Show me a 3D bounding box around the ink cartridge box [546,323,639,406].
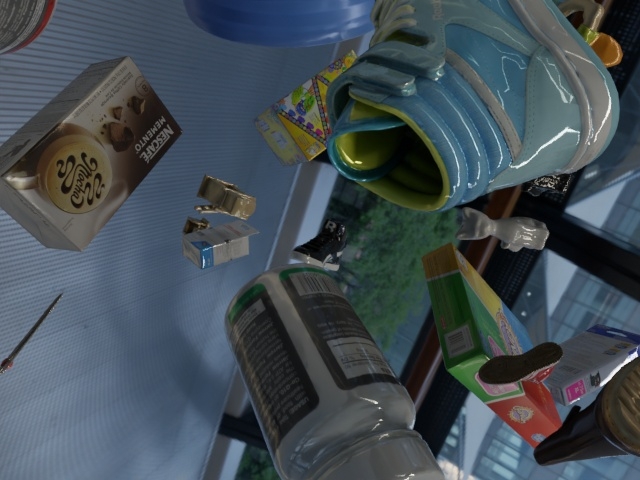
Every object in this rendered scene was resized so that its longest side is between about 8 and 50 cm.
[{"bbox_3d":[0.697,0.323,1.389,0.311,0.065,0.186,-24,-171,-15],"label":"ink cartridge box"}]

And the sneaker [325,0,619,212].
[{"bbox_3d":[0.064,-0.163,0.426,0.208,0.319,0.127,-25,157,-17],"label":"sneaker"}]

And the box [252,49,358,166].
[{"bbox_3d":[-0.015,-0.369,1.516,0.279,0.177,0.290,-38,-165,-12],"label":"box"}]

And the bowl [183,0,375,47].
[{"bbox_3d":[-0.053,-0.471,0.932,0.391,0.391,0.077,-50,153,-35],"label":"bowl"}]

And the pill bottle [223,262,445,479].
[{"bbox_3d":[0.005,0.218,0.745,0.204,0.361,0.204,-16,134,-17],"label":"pill bottle"}]

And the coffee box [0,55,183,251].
[{"bbox_3d":[-0.391,-0.148,0.875,0.297,0.119,0.168,-61,138,-31],"label":"coffee box"}]

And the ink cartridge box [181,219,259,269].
[{"bbox_3d":[-0.121,0.004,0.641,0.083,0.048,0.028,-19,125,-37],"label":"ink cartridge box"}]

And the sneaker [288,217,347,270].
[{"bbox_3d":[0.000,0.000,1.216,0.217,0.079,0.121,16,92,-69],"label":"sneaker"}]

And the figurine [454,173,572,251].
[{"bbox_3d":[0.394,-0.082,1.106,0.209,0.092,0.215,9,106,-24],"label":"figurine"}]

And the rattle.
[{"bbox_3d":[0.541,-0.455,1.146,0.142,0.199,0.130,0,107,-25],"label":"rattle"}]

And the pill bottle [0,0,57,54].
[{"bbox_3d":[-0.425,-0.281,0.501,0.363,0.210,0.210,-100,-151,-68],"label":"pill bottle"}]

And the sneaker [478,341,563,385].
[{"bbox_3d":[0.280,0.184,0.738,0.118,0.042,0.067,-18,145,0],"label":"sneaker"}]

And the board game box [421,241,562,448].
[{"bbox_3d":[0.302,0.185,0.918,0.064,0.316,0.242,-31,-145,24],"label":"board game box"}]

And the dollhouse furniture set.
[{"bbox_3d":[-0.221,-0.042,1.220,0.101,0.182,0.161,17,101,-40],"label":"dollhouse furniture set"}]

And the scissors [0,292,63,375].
[{"bbox_3d":[-0.505,0.213,0.823,0.297,0.021,0.109,-52,-157,-12],"label":"scissors"}]

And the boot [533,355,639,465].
[{"bbox_3d":[0.284,0.186,0.501,0.248,0.090,0.207,1,143,-34],"label":"boot"}]
